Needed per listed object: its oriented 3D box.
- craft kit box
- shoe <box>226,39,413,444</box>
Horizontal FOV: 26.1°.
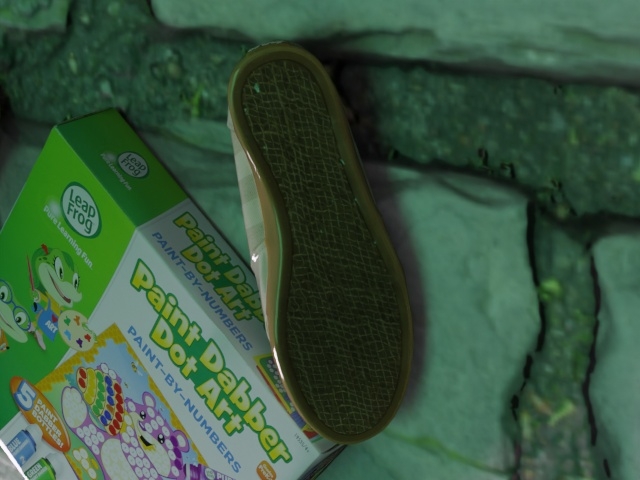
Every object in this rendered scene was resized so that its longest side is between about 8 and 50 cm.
[{"bbox_3d":[-0.117,0.090,0.859,0.250,0.061,0.246,49,129,14],"label":"craft kit box"},{"bbox_3d":[0.000,0.000,0.723,0.058,0.077,0.219,-115,13,-74],"label":"shoe"}]
